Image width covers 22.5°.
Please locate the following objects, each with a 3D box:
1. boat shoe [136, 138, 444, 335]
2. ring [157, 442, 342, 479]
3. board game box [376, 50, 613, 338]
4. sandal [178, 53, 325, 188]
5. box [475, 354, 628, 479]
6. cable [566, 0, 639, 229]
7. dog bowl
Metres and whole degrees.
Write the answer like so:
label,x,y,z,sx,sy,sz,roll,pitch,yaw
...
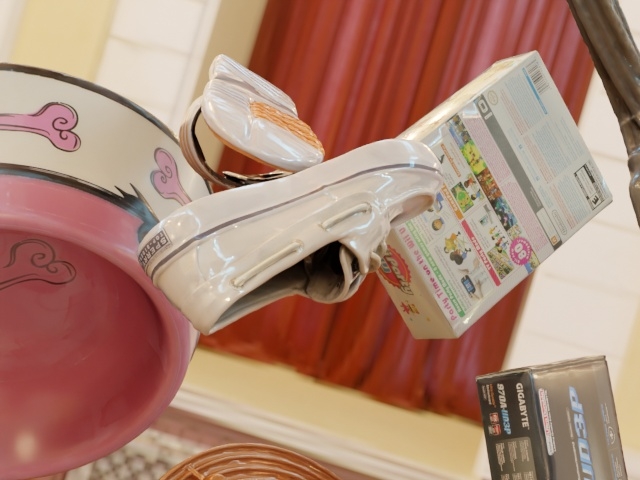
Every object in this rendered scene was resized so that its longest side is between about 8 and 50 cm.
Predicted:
label,x,y,z,sx,sy,sz,roll,pitch,yaw
boat shoe,0.000,0.000,1.114,0.268,0.096,0.088,-16,65,-46
ring,-0.020,0.310,1.176,0.337,0.336,0.032,18,-33,-40
board game box,0.189,-0.056,1.953,0.097,0.303,0.224,-6,-62,58
sandal,-0.061,-0.078,1.249,0.102,0.076,0.265,30,11,-10
box,0.200,0.208,1.310,0.051,0.220,0.175,-12,-7,30
cable,0.231,-0.062,1.028,0.072,0.287,0.139,-21,-19,26
dog bowl,-0.284,0.050,1.375,0.408,0.408,0.150,17,40,-25
